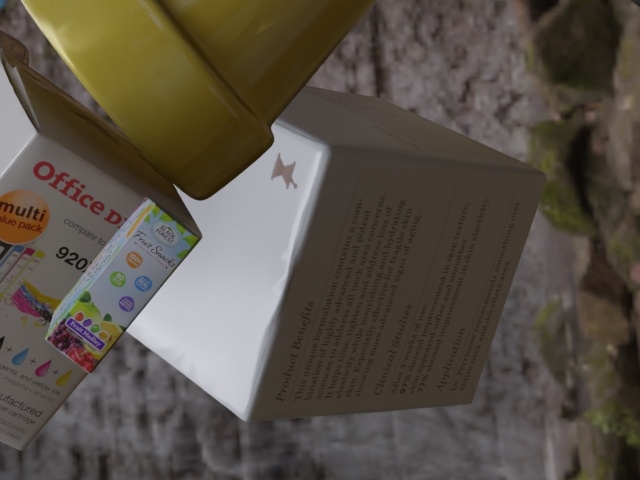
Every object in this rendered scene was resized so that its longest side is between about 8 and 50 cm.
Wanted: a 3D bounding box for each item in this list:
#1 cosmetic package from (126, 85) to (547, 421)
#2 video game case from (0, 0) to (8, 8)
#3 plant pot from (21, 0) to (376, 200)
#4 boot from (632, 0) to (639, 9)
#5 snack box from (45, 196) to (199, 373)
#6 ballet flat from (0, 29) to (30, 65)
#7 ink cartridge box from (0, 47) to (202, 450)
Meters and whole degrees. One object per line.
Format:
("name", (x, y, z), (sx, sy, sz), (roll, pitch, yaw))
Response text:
("cosmetic package", (0.000, 0.000, 1.698), (0.327, 0.394, 0.329), (31, 109, 42))
("video game case", (-0.514, -0.277, 1.479), (0.244, 0.269, 0.061), (53, -175, -19))
("plant pot", (-0.083, -0.201, 1.112), (0.254, 0.239, 0.254), (51, -176, -5))
("boot", (0.225, -0.200, 0.976), (0.121, 0.045, 0.099), (44, -171, -4))
("snack box", (-0.122, 0.023, 0.844), (0.100, 0.037, 0.141), (-52, 10, -2))
("ballet flat", (-0.348, -0.075, 1.459), (0.106, 0.108, 0.316), (12, -100, -53))
("ink cartridge box", (-0.244, 0.006, 1.085), (0.171, 0.232, 0.168), (35, -170, -36))
